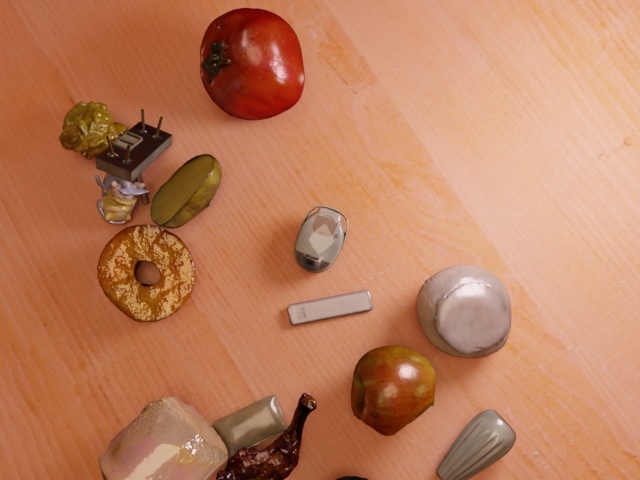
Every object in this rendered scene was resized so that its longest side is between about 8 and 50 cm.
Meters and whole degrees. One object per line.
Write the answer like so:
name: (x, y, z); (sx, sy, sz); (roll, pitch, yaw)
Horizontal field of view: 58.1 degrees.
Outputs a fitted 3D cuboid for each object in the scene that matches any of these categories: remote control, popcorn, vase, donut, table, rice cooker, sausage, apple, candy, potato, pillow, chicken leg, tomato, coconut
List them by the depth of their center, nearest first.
coconut: (-0.446, 0.610, 1.583); (0.297, 0.297, 0.309); (44, 80, 8)
apple: (0.209, 0.420, 1.617); (0.226, 0.246, 0.247); (2, 81, -13)
vase: (0.437, 0.600, 1.644); (0.248, 0.128, 0.128); (-45, 82, 3)
chicken leg: (-0.136, 0.605, 1.656); (0.158, 0.096, 0.407); (43, 97, -15)
candy: (0.414, 0.205, 1.674); (0.295, 0.185, 0.296); (1, 85, -14)
pillow: (-0.207, 0.550, 1.704); (0.208, 0.053, 0.119); (-25, 83, -5)
tomato: (-0.204, -0.524, 1.744); (0.289, 0.325, 0.293); (-3, 72, -44)
rice cooker: (0.000, 0.000, 1.751); (0.145, 0.127, 0.207); (21, 79, 4)
donut: (-0.519, 0.101, 1.761); (0.302, 0.110, 0.303); (0, 83, 2)
table: (-0.565, -0.302, 1.761); (0.121, 0.111, 0.240); (21, 42, 5)
remote control: (0.029, 0.206, 1.767); (0.260, 0.029, 0.067); (-11, 80, -2)
potato: (-0.402, -0.140, 1.792); (0.272, 0.111, 0.160); (-51, 46, -6)
popcorn: (-0.720, -0.342, 1.814); (0.197, 0.156, 0.198); (-12, 52, 15)
sausage: (-0.577, -0.180, 1.850); (0.024, 0.024, 0.133); (-18, 81, -1)

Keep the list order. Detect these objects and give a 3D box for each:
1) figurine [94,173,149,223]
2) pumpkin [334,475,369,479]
figurine: (-0.621, -0.141, 1.777); (0.128, 0.208, 0.184); (-5, 96, -42)
pumpkin: (0.098, 0.784, 1.591); (0.249, 0.216, 0.250); (11, 54, -16)
